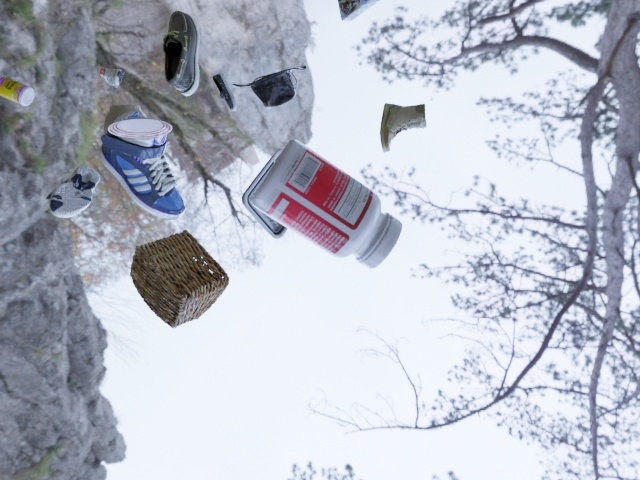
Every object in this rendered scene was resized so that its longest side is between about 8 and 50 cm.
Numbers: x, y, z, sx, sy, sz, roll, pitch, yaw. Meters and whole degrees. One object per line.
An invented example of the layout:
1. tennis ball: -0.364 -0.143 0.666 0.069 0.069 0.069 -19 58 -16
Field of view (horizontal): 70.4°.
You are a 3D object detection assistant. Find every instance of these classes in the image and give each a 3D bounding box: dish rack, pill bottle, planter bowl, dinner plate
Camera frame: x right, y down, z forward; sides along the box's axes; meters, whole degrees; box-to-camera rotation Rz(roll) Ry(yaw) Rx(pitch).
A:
1. dish rack: -0.199 -0.205 2.012 0.072 0.285 0.332 7 -125 42
2. pill bottle: -0.667 -0.325 0.974 0.083 0.043 0.043 23 -135 -6
3. planter bowl: -0.667 -0.410 1.565 0.162 0.109 0.162 -3 -168 1
4. dinner plate: -0.424 -0.268 1.068 0.141 0.017 0.141 -8 179 0
5. pill bottle: 0.026 -0.093 1.325 0.229 0.408 0.229 -54 -169 15

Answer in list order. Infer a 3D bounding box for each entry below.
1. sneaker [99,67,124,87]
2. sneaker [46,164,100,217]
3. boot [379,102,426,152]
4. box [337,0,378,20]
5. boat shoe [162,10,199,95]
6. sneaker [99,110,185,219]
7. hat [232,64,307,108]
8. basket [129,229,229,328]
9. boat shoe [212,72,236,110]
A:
1. sneaker: -0.794 -0.622 1.716 0.161 0.075 0.057 17 -93 59
2. sneaker: -0.745 -0.111 1.327 0.153 0.094 0.235 -40 -144 24
3. boot: 0.306 -0.418 1.670 0.165 0.077 0.213 4 -115 14
4. box: 0.128 -0.773 1.329 0.044 0.159 0.233 -15 -173 -31
5. boat shoe: -0.470 -0.638 1.510 0.109 0.091 0.304 -13 -104 28
6. sneaker: -0.494 -0.229 1.351 0.236 0.323 0.130 -34 -165 37
7. hat: -0.197 -0.626 1.888 0.332 0.133 0.331 -13 -158 5
8. basket: -0.513 0.146 1.650 0.299 0.213 0.223 42 -142 19
9. boat shoe: -0.348 -0.536 1.647 0.040 0.142 0.049 -26 -174 -25
